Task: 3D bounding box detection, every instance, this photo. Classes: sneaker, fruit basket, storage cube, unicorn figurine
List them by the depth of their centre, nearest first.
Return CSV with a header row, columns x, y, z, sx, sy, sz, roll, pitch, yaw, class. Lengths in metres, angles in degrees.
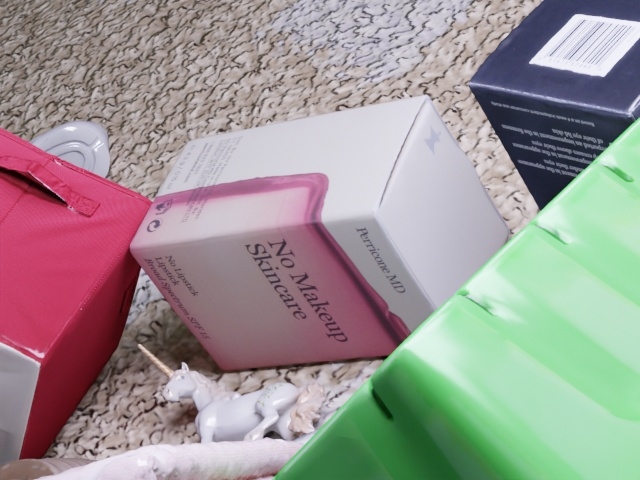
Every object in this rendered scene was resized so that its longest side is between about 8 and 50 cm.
x,y,z,sx,sy,sz,roll,pitch,yaw,class
0.203,0.148,0.930,0.283,0.392,0.392,-50,17,41,fruit basket
-0.067,0.134,1.361,0.162,0.060,0.111,-3,41,16,unicorn figurine
-0.262,0.053,1.416,0.184,0.215,0.193,26,44,5,storage cube
-0.308,-0.039,1.791,0.235,0.090,0.095,-29,19,1,sneaker

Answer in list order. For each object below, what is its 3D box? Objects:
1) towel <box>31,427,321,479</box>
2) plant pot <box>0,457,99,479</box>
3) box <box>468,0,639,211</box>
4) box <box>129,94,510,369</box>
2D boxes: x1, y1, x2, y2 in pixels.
x,y,z,sx,sy,sz,roll,pitch,yaw,class
-0.164,0.178,1.026,0.332,0.317,0.053,-23,78,20,towel
-0.206,0.235,1.296,0.237,0.109,0.237,-24,34,18,plant pot
0.219,-0.053,1.198,0.108,0.207,0.153,-46,35,-19,box
0.000,0.000,1.383,0.232,0.148,0.127,-8,41,36,box
